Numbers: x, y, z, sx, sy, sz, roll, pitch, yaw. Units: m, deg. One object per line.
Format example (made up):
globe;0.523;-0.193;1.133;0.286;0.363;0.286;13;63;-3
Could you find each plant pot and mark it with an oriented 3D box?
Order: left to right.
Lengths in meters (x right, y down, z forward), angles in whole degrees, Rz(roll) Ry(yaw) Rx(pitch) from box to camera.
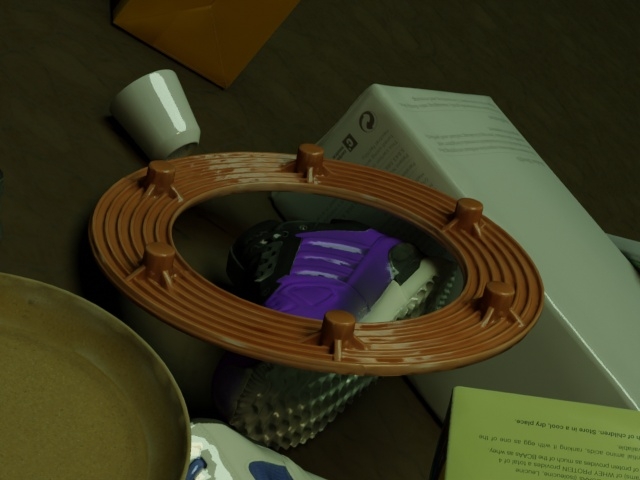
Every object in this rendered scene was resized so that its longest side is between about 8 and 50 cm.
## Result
plant pot;-0.189;0.105;0.925;0.236;0.032;0.236;11;37;-9

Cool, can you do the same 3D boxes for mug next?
mug;-0.126;-0.098;1.388;0.078;0.062;0.064;-15;68;-53

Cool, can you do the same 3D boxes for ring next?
ring;0.000;0.000;1.234;0.337;0.032;0.336;9;25;-4

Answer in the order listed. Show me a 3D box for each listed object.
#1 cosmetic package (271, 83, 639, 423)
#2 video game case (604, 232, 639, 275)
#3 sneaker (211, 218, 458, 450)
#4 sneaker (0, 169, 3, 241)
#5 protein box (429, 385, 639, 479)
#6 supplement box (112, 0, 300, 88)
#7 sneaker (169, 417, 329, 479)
cosmetic package;0.163;0.053;1.453;0.217;0.156;0.385;0;49;-54
video game case;0.313;0.082;1.571;0.193;0.023;0.212;60;-12;-16
sneaker;-0.023;0.053;1.265;0.146;0.102;0.293;33;28;18
sneaker;-0.298;-0.078;1.096;0.234;0.078;0.106;39;22;-15
protein box;0.162;0.220;1.036;0.200;0.136;0.201;7;58;1
supplement box;-0.091;-0.287;1.577;0.129;0.191;0.194;29;29;-26
sneaker;-0.048;0.210;0.961;0.182;0.127;0.315;34;19;-9
